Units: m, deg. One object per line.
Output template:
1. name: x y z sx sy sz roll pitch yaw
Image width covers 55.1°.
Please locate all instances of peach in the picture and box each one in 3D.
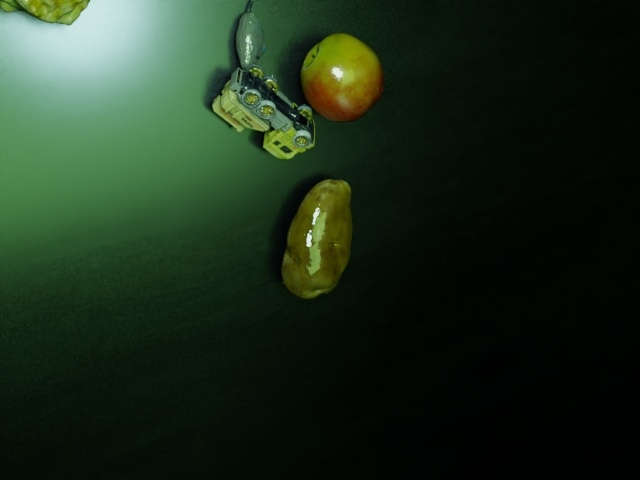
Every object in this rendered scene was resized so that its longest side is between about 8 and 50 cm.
1. peach: 0.058 -0.433 1.641 0.231 0.231 0.230 -9 110 -24

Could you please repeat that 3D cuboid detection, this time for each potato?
1. potato: 0.000 0.000 1.787 0.196 0.176 0.368 13 97 -2

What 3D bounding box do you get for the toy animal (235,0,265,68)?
1. toy animal: -0.168 -0.563 1.574 0.079 0.070 0.252 19 85 -65

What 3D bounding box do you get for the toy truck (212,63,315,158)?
1. toy truck: -0.148 -0.325 1.608 0.157 0.124 0.272 -28 134 33

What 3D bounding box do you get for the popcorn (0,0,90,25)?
1. popcorn: -0.605 -0.592 1.220 0.274 0.279 0.335 -41 135 12
